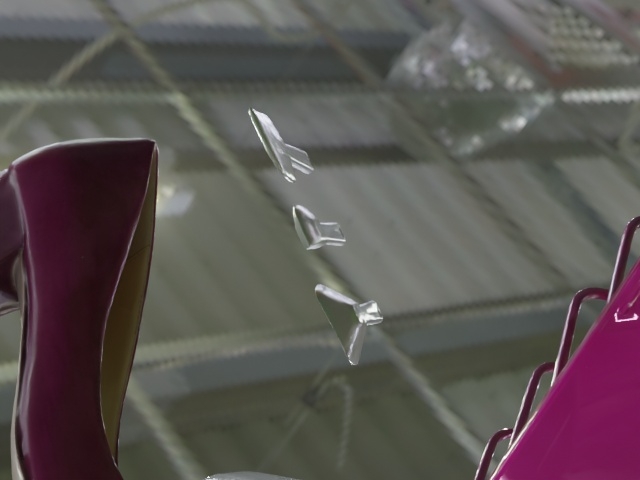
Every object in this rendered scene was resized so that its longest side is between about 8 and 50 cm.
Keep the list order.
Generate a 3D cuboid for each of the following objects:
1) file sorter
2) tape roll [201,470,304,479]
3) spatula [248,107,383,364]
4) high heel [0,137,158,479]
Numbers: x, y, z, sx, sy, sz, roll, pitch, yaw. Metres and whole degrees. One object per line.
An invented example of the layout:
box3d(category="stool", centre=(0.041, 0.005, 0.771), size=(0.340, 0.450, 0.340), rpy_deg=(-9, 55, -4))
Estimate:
box3d(category="file sorter", centre=(0.233, 0.113, 1.165), size=(0.202, 0.291, 0.182), rpy_deg=(28, -145, 0))
box3d(category="tape roll", centre=(-0.044, 0.327, 1.485), size=(0.286, 0.286, 0.100), rpy_deg=(5, 179, -42))
box3d(category="spatula", centre=(0.000, 0.000, 1.239), size=(0.168, 0.019, 0.242), rpy_deg=(64, -176, 4))
box3d(category="high heel", centre=(-0.108, 0.099, 1.116), size=(0.181, 0.127, 0.377), rpy_deg=(-23, -110, -17))
